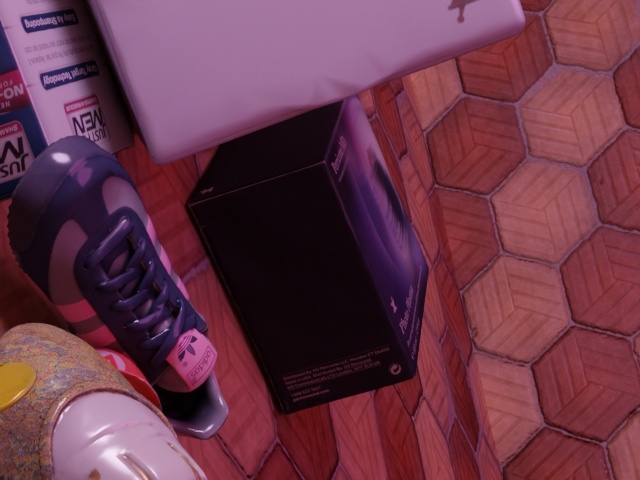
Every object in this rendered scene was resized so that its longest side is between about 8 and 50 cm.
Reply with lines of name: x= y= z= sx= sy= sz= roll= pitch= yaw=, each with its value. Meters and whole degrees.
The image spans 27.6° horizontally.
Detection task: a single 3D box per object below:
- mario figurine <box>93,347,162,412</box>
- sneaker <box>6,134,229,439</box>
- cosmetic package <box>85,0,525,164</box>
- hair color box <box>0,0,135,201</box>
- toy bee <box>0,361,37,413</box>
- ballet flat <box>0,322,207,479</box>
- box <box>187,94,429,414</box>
mario figurine: x=-0.156 y=0.203 z=0.865 sx=0.198 sy=0.170 sz=0.320 roll=53 pitch=26 yaw=-46
sneaker: x=-0.136 y=0.046 z=0.998 sx=0.112 sy=0.131 sz=0.319 roll=-49 pitch=154 yaw=-21
cosmetic package: x=-0.064 y=-0.286 z=1.185 sx=0.394 sy=0.329 sz=0.327 roll=-143 pitch=-148 yaw=-76
hair color box: x=-0.272 y=-0.208 z=1.006 sx=0.174 sy=0.105 sz=0.347 roll=-48 pitch=120 yaw=-72
toy bee: x=-0.247 y=0.141 z=0.679 sx=0.162 sy=0.195 sz=0.298 roll=40 pitch=-51 yaw=36
ballet flat: x=-0.104 y=0.196 z=0.777 sx=0.123 sy=0.123 sz=0.348 roll=29 pitch=40 yaw=-68
box: x=0.000 y=0.000 z=1.603 sx=0.296 sy=0.183 sz=0.294 roll=-74 pitch=143 yaw=-64
